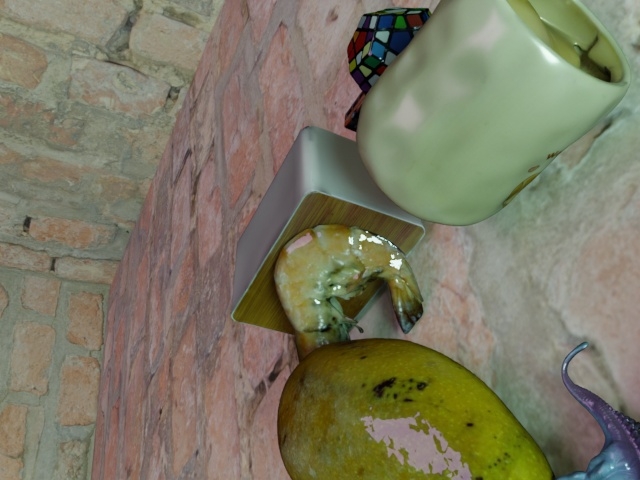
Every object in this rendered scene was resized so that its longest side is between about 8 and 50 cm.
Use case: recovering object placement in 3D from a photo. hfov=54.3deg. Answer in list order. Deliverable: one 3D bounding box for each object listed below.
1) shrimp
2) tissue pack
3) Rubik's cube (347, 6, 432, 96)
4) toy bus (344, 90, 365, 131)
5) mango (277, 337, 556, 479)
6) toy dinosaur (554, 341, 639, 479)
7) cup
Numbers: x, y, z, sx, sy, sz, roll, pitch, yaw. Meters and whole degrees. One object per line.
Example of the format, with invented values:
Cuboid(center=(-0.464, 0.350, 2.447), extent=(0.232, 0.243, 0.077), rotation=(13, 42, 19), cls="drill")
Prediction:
Cuboid(center=(0.044, 0.117, 0.742), extent=(0.058, 0.169, 0.295), rotation=(-57, -42, -62), cls="shrimp")
Cuboid(center=(-0.001, -0.001, 0.819), extent=(0.246, 0.160, 0.135), rotation=(-57, 26, 37), cls="tissue pack")
Cuboid(center=(0.098, -0.233, 0.790), extent=(0.112, 0.133, 0.133), rotation=(63, -140, -88), cls="Rubik's cube")
Cuboid(center=(0.073, -0.207, 0.926), extent=(0.110, 0.031, 0.043), rotation=(-49, 30, 45), cls="toy bus")
Cuboid(center=(0.069, 0.187, 0.582), extent=(0.176, 0.176, 0.330), rotation=(59, 156, -9), cls="mango")
Cuboid(center=(0.208, 0.169, 0.438), extent=(0.080, 0.045, 0.197), rotation=(-37, 51, 36), cls="toy dinosaur")
Cuboid(center=(0.139, -0.158, 0.592), extent=(0.202, 0.173, 0.255), rotation=(-48, 37, 43), cls="cup")
